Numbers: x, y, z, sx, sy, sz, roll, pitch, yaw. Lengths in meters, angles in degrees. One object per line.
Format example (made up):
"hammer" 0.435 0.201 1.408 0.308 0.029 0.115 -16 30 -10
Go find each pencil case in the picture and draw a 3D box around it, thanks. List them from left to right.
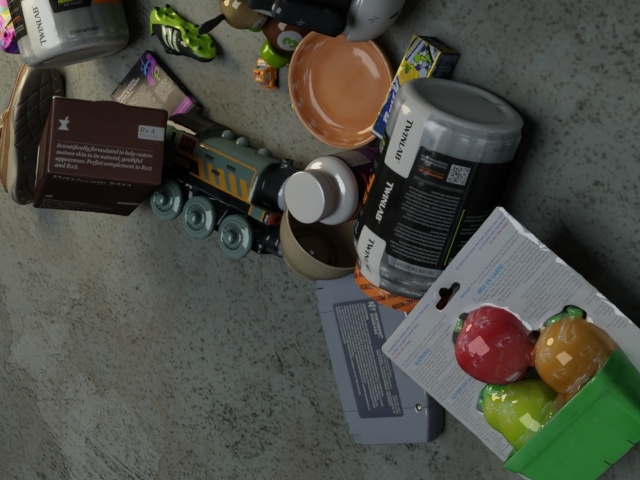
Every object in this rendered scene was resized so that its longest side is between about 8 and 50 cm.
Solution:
"pencil case" -0.650 -0.492 2.376 0.104 0.104 0.236 -43 72 40

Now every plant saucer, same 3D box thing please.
"plant saucer" 0.039 -0.247 1.859 0.200 0.037 0.200 12 112 32

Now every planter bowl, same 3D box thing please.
"planter bowl" 0.000 0.000 1.901 0.162 0.162 0.109 57 143 14

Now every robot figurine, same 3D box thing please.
"robot figurine" -0.005 -0.401 1.725 0.278 0.173 0.209 18 89 -5

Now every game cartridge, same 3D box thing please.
"game cartridge" 0.102 0.190 1.925 0.198 0.062 0.297 -11 94 39

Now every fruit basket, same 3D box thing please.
"fruit basket" 0.299 0.169 1.642 0.353 0.165 0.327 45 127 14

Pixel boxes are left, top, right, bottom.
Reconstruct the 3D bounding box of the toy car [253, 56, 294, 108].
"toy car" -0.068 -0.267 1.960 0.122 0.040 0.060 33 121 31

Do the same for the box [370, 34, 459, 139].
"box" 0.142 -0.222 1.762 0.059 0.054 0.169 40 118 31

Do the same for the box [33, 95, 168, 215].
"box" -0.398 -0.140 2.065 0.381 0.191 0.143 153 122 -71

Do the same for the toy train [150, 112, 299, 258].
"toy train" -0.166 -0.094 2.036 0.334 0.142 0.190 27 109 33

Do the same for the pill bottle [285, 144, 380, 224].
"pill bottle" 0.038 -0.083 1.810 0.108 0.193 0.108 13 110 39

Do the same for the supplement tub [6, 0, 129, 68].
"supplement tub" -0.489 -0.503 2.156 0.207 0.207 0.338 -11 95 43

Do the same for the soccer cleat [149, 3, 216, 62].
"soccer cleat" -0.246 -0.357 2.088 0.179 0.060 0.072 43 136 33

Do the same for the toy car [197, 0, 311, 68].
"toy car" -0.102 -0.365 1.862 0.155 0.188 0.149 -42 73 40

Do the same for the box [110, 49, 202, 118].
"box" -0.305 -0.259 2.157 0.116 0.029 0.162 -48 69 16

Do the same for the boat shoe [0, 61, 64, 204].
"boat shoe" -0.618 -0.233 2.405 0.116 0.123 0.324 35 121 32

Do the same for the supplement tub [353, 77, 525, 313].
"supplement tub" 0.162 -0.062 1.707 0.193 0.193 0.316 34 121 31
